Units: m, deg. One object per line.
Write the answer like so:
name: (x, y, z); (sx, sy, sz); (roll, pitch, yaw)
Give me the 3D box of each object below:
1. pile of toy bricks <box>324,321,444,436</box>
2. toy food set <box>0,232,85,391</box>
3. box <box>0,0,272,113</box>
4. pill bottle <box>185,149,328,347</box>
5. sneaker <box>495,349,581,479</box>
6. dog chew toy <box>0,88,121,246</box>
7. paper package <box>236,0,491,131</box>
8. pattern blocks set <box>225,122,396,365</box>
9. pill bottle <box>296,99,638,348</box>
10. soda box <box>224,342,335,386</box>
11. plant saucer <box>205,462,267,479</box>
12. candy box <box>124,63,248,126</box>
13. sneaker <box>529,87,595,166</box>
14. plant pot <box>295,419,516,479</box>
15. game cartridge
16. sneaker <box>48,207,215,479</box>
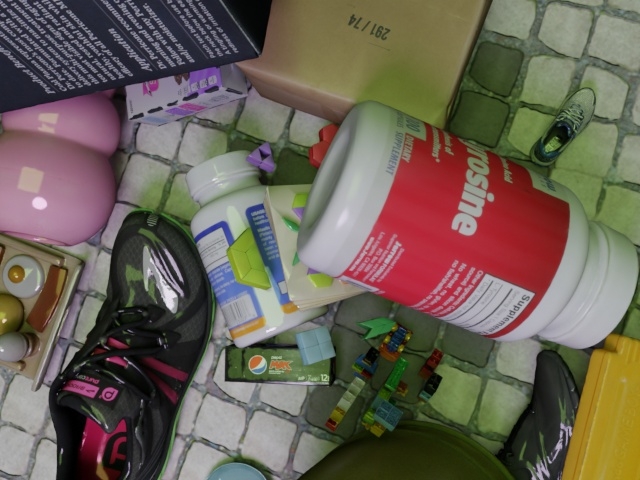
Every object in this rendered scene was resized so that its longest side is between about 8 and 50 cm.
pile of toy bricks: (0.091, 0.222, 0.954); (0.118, 0.212, 0.105); (33, 128, 10)
toy food set: (-0.558, 0.092, 1.090); (0.306, 0.092, 0.220); (20, 90, 9)
box: (-0.307, -0.464, 0.855); (0.471, 0.297, 0.480); (-4, 62, 22)
pill bottle: (-0.104, 0.010, 0.993); (0.152, 0.152, 0.272); (-23, 83, 7)
sneaker: (0.309, 0.300, 0.939); (0.130, 0.109, 0.287); (0, 84, 17)
dog chew toy: (-0.408, -0.163, 1.036); (0.206, 0.206, 0.332); (8, 80, 9)
paper package: (0.076, -0.326, 0.976); (0.324, 0.168, 0.310); (19, 89, 10)
pattern blocks set: (0.000, 0.000, 0.948); (0.285, 0.026, 0.325); (-23, 86, -34)
pill bottle: (0.192, -0.005, 0.871); (0.407, 0.229, 0.229); (21, 90, -11)
soda box: (-0.062, 0.191, 1.025); (0.168, 0.053, 0.060); (1, 86, 9)
plant saucer: (-0.129, 0.409, 1.040); (0.119, 0.021, 0.119); (0, 87, 8)
candy box: (-0.220, -0.286, 1.038); (0.196, 0.070, 0.165); (-11, 85, 30)
sneaker: (0.366, -0.169, 0.975); (0.052, 0.058, 0.135); (34, 92, 9)
plant pot: (0.061, 0.411, 0.794); (0.366, 0.353, 0.367); (-6, 75, 24)
game cartridge: (0.486, 0.292, 0.879); (0.323, 0.052, 0.286); (14, 89, -13)
sneaker: (-0.282, 0.191, 0.985); (0.185, 0.202, 0.483); (8, 88, 9)
